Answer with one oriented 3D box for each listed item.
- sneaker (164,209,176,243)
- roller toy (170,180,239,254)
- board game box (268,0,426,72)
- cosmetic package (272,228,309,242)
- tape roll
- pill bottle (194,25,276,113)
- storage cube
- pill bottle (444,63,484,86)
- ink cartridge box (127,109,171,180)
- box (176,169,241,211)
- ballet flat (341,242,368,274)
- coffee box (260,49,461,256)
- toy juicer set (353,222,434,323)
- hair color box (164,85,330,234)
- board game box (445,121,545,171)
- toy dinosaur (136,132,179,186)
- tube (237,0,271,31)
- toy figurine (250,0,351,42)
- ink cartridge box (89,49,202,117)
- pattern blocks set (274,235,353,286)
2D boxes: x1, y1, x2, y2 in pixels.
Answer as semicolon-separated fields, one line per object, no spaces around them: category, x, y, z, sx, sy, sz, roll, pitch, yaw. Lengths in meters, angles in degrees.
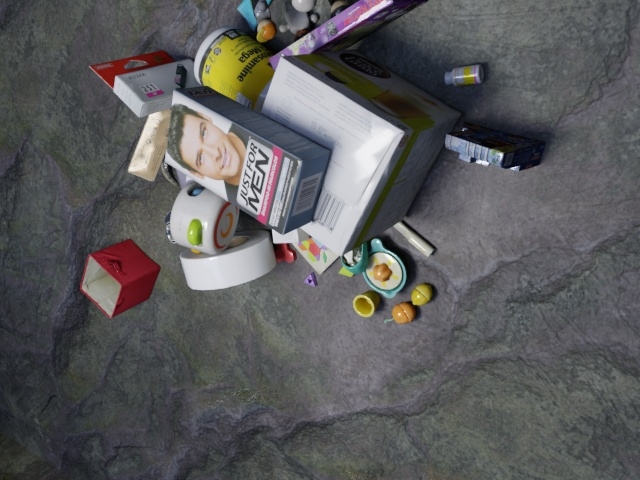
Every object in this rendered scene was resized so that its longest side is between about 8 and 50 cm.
sneaker;-0.482;-0.053;1.956;0.226;0.163;0.086;1;111;35
roller toy;-0.330;-0.065;1.650;0.146;0.209;0.191;16;77;13
board game box;0.064;-0.500;1.385;0.347;0.208;0.056;-19;95;38
cosmetic package;-0.098;-0.114;1.719;0.099;0.060;0.238;0;99;39
tape roll;-0.281;0.055;1.791;0.286;0.286;0.100;-3;107;34
pill bottle;-0.165;-0.419;1.582;0.334;0.188;0.187;38;125;15
storage cube;-0.751;0.140;2.191;0.184;0.193;0.215;39;124;14
pill bottle;0.334;-0.383;1.356;0.083;0.043;0.043;2;110;34
ink cartridge box;-0.506;-0.326;1.809;0.088;0.193;0.234;22;111;-16
box;-0.338;-0.199;1.813;0.163;0.142;0.247;-4;107;35
ballet flat;0.085;-0.031;1.592;0.083;0.087;0.247;-9;84;22
coffee box;0.069;-0.227;1.408;0.338;0.334;0.338;37;125;19
toy juicer set;0.210;0.096;1.603;0.209;0.089;0.328;23;119;24
hair color box;-0.175;-0.188;1.310;0.375;0.114;0.185;32;124;24
board game box;0.375;-0.214;1.333;0.194;0.194;0.060;29;122;38
toy dinosaur;-0.547;-0.309;1.961;0.118;0.064;0.268;9;117;23
tube;-0.154;-0.667;1.566;0.207;0.052;0.080;-40;80;43
toy figurine;-0.051;-0.572;1.428;0.210;0.213;0.148;-26;78;38
ink cartridge box;-0.487;-0.486;1.711;0.239;0.275;0.060;45;135;13
pattern blocks set;0.000;0.000;1.743;0.285;0.026;0.324;36;124;16
